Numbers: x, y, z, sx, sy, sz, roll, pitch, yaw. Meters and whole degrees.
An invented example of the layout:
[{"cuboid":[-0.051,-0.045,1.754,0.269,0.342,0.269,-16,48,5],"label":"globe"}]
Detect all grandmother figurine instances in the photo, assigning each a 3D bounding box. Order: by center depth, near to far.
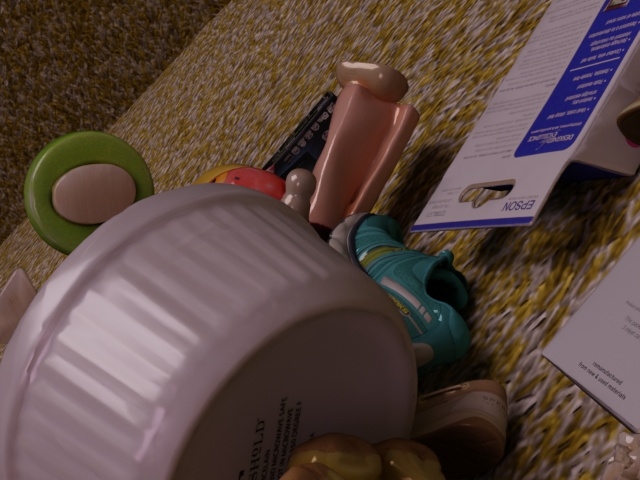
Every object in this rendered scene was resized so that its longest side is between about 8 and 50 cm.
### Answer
[{"cuboid":[0.000,0.000,1.147,0.104,0.208,0.342,10,69,26],"label":"grandmother figurine"}]

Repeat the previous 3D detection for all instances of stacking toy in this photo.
[{"cuboid":[-0.170,0.037,1.209,0.130,0.279,0.309,-1,68,69],"label":"stacking toy"}]

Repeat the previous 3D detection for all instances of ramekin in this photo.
[{"cuboid":[-0.055,0.109,0.758,0.127,0.273,0.273,28,78,38],"label":"ramekin"}]

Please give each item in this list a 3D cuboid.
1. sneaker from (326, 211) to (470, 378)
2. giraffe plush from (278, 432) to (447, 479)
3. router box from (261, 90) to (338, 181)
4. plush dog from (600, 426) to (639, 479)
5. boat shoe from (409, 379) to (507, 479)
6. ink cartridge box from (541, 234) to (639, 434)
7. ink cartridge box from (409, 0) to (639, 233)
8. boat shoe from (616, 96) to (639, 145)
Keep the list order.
[{"cuboid":[0.066,0.048,1.002,0.109,0.107,0.275,-13,19,5],"label":"sneaker"},{"cuboid":[0.026,0.235,0.683,0.170,0.181,0.210,-55,52,21],"label":"giraffe plush"},{"cuboid":[0.006,-0.088,1.343,0.122,0.092,0.038,-50,15,6],"label":"router box"},{"cuboid":[0.168,0.138,0.381,0.262,0.225,0.210,-51,19,2],"label":"plush dog"},{"cuboid":[0.067,0.141,0.862,0.170,0.063,0.059,-25,27,41],"label":"boat shoe"},{"cuboid":[0.224,0.041,0.576,0.176,0.128,0.127,-50,19,2],"label":"ink cartridge box"},{"cuboid":[0.224,-0.142,0.996,0.371,0.069,0.175,-55,20,-17],"label":"ink cartridge box"},{"cuboid":[0.270,-0.100,0.850,0.135,0.050,0.045,-13,38,46],"label":"boat shoe"}]
